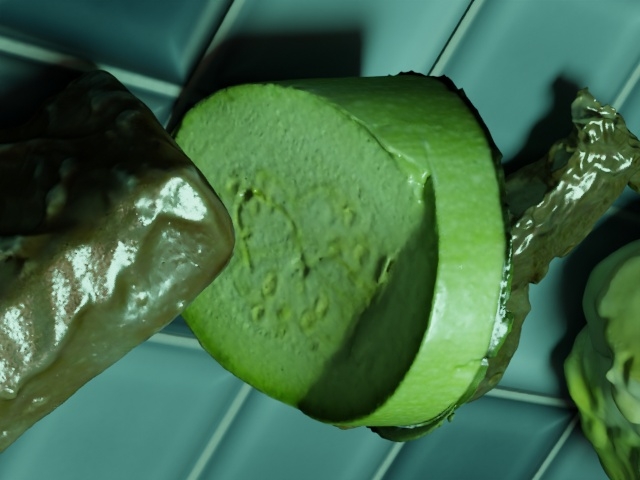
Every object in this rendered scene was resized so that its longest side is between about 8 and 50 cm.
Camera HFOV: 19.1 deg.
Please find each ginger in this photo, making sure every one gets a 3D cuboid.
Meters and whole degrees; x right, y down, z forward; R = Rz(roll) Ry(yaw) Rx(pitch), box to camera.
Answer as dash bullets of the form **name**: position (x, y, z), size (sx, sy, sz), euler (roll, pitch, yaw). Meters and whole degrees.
- **ginger**: position (0.109, 0.029, 1.278), size (0.290, 0.084, 0.122), euler (-47, 144, 8)

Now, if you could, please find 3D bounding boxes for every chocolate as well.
- **chocolate**: position (-0.164, 0.010, 1.025), size (0.214, 0.148, 0.093), euler (-37, 132, -6)

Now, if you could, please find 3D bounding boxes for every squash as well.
- **squash**: position (0.012, 0.008, 1.095), size (0.133, 0.220, 0.220), euler (-1, 125, -38)

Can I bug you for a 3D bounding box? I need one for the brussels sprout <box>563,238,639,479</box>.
- **brussels sprout**: position (0.350, 0.111, 1.383), size (0.344, 0.268, 0.344), euler (-14, 132, -16)
